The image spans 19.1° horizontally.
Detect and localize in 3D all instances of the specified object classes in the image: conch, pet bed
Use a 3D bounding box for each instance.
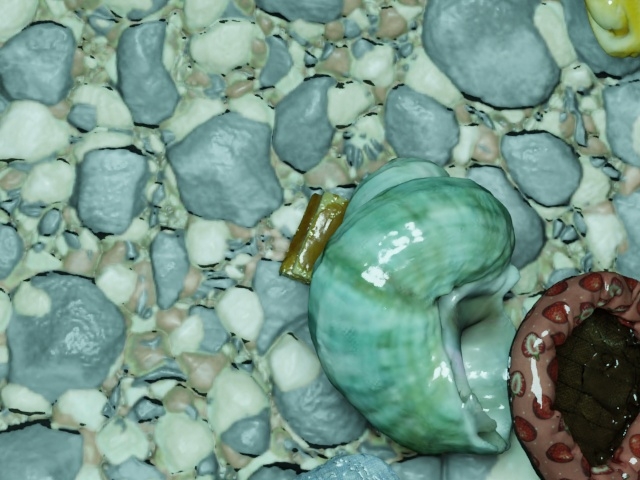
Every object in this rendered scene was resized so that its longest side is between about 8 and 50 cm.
[{"bbox_3d":[0.087,0.042,1.603,0.220,0.195,0.277,16,48,-41],"label":"conch"},{"bbox_3d":[0.236,0.122,1.620,0.201,0.053,0.201,1,88,-38],"label":"pet bed"}]

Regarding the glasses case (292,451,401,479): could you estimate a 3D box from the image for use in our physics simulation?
[{"bbox_3d":[-0.051,0.276,1.592,0.282,0.067,0.109,-29,81,-8],"label":"glasses case"}]

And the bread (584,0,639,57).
[{"bbox_3d":[0.380,-0.266,1.689,0.311,0.121,0.172,-10,113,2],"label":"bread"}]

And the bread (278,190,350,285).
[{"bbox_3d":[0.000,0.000,1.664,0.047,0.036,0.083,24,81,-3],"label":"bread"}]
